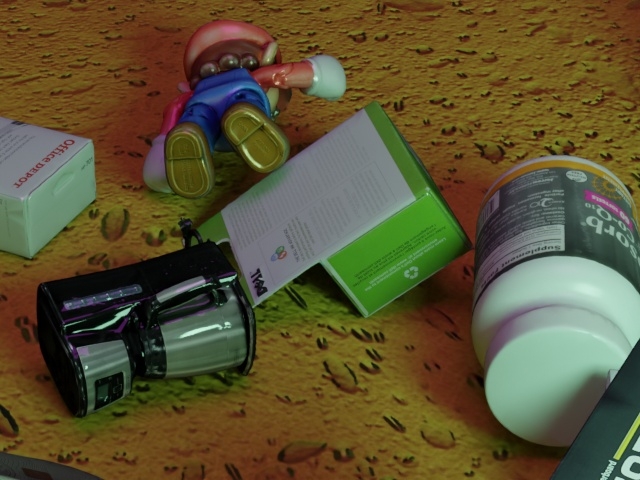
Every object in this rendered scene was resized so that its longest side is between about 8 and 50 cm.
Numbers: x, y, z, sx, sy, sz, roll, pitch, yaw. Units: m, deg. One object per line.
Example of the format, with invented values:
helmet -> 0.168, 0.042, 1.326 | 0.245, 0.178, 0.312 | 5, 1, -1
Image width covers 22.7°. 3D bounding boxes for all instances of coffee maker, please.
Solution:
coffee maker -> -0.171, 0.073, 1.479 | 0.178, 0.120, 0.171 | -13, 26, -21

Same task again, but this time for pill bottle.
pill bottle -> 0.221, 0.053, 1.476 | 0.162, 0.162, 0.278 | 4, 33, 4

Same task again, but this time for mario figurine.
mario figurine -> -0.082, -0.129, 1.781 | 0.198, 0.170, 0.320 | 14, 25, -3

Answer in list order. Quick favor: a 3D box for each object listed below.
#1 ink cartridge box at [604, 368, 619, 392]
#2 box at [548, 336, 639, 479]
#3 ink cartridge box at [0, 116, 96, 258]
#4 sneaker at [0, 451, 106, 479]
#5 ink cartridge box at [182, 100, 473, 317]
ink cartridge box -> 0.307, 0.198, 1.286 | 0.176, 0.128, 0.127 | 8, 33, 8
box -> 0.171, 0.264, 0.938 | 0.097, 0.394, 0.318 | 18, 38, 21
ink cartridge box -> -0.356, -0.067, 1.707 | 0.191, 0.082, 0.139 | 16, 36, 19
sneaker -> -0.235, 0.239, 1.261 | 0.222, 0.118, 0.083 | 21, 6, -22
ink cartridge box -> 0.000, 0.000, 1.625 | 0.255, 0.097, 0.188 | -35, 36, 7
